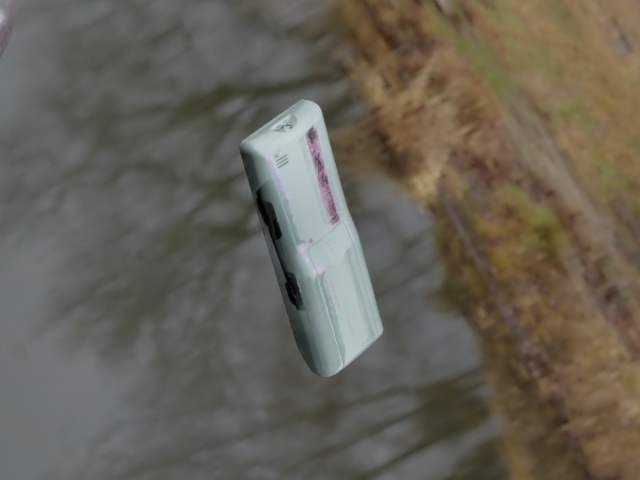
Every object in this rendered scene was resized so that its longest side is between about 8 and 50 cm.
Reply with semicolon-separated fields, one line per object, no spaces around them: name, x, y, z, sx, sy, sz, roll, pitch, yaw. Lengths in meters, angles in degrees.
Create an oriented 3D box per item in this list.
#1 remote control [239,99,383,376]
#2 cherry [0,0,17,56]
remote control;0.000;0.000;1.007;0.065;0.029;0.166;-37;126;-34
cherry;-0.267;-0.142;0.929;0.148;0.188;0.115;-95;-164;-77
